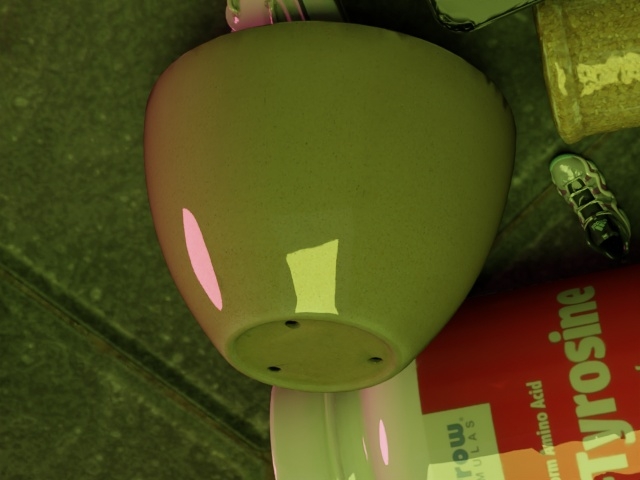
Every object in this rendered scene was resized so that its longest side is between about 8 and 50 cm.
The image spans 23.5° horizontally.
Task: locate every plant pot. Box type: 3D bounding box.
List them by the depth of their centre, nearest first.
[{"bbox_3d":[0.000,0.000,1.135,0.284,0.191,0.284,4,151,2],"label":"plant pot"}]

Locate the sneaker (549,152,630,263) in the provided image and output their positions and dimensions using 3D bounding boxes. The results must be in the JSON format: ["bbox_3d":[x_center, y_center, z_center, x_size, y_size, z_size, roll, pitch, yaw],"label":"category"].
[{"bbox_3d":[0.221,-0.023,1.241,0.038,0.069,0.098,-37,109,21],"label":"sneaker"}]

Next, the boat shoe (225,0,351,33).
[{"bbox_3d":[-0.030,-0.180,1.170,0.088,0.096,0.268,-17,124,8],"label":"boat shoe"}]

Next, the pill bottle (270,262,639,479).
[{"bbox_3d":[0.176,0.150,1.247,0.407,0.229,0.229,-12,116,11],"label":"pill bottle"}]

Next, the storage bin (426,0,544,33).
[{"bbox_3d":[0.149,-0.243,1.118,0.180,0.084,0.122,-22,111,16],"label":"storage bin"}]

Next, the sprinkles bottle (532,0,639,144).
[{"bbox_3d":[0.340,-0.160,1.129,0.355,0.121,0.121,-11,117,11],"label":"sprinkles bottle"}]
